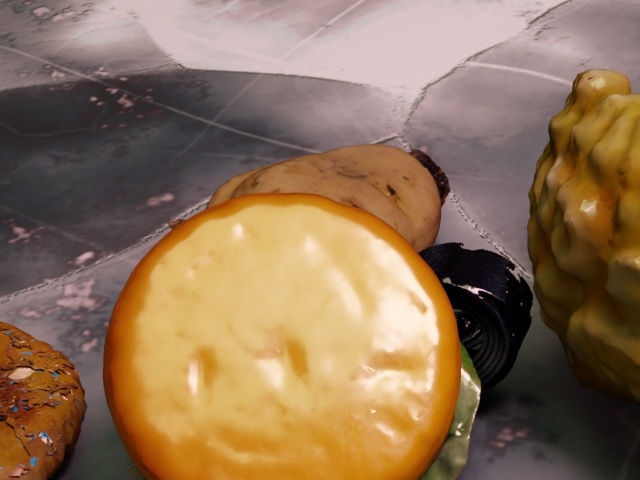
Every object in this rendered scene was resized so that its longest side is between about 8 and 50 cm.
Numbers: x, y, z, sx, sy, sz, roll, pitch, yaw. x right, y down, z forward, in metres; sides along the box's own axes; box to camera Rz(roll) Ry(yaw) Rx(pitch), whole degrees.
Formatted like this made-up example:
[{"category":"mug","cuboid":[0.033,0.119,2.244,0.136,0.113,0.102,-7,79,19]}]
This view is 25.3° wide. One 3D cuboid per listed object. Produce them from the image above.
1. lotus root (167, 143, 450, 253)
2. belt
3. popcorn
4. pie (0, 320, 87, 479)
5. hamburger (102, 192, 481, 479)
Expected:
[{"category":"lotus root","cuboid":[0.000,0.000,1.110,0.257,0.140,0.154,-22,15,-35]},{"category":"belt","cuboid":[0.087,0.062,1.022,0.140,0.105,0.058,-37,9,43]},{"category":"popcorn","cuboid":[0.287,-0.003,0.947,0.279,0.274,0.335,26,-5,-25]},{"category":"pie","cuboid":[-0.290,0.136,1.019,0.273,0.069,0.273,-4,36,3]},{"category":"hamburger","cuboid":[-0.022,0.097,0.933,0.246,0.170,0.246,0,70,-1]}]
